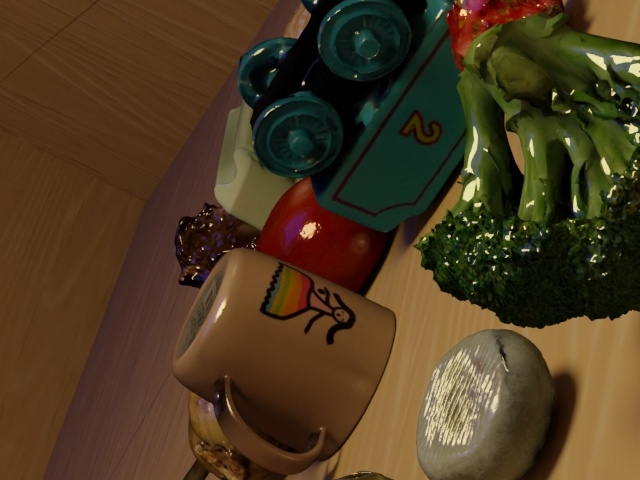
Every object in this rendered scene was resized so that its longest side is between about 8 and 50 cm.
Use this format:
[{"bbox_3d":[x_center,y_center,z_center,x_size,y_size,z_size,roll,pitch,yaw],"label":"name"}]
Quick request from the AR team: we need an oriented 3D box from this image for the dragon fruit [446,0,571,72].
[{"bbox_3d":[0.222,-0.222,1.857,0.111,0.153,0.153,24,87,45],"label":"dragon fruit"}]

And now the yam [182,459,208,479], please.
[{"bbox_3d":[-0.207,0.380,2.515,0.234,0.029,0.027,-59,24,20],"label":"yam"}]

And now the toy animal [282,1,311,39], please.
[{"bbox_3d":[0.104,-0.284,2.181,0.358,0.188,0.226,-28,-14,31],"label":"toy animal"}]

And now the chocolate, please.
[{"bbox_3d":[-0.124,0.010,2.567,0.206,0.177,0.224,125,163,-52],"label":"chocolate"}]

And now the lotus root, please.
[{"bbox_3d":[-0.090,0.175,2.172,0.284,0.146,0.160,-75,11,-45],"label":"lotus root"}]

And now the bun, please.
[{"bbox_3d":[0.142,0.143,1.434,0.141,0.083,0.140,-49,27,35],"label":"bun"}]

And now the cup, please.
[{"bbox_3d":[-0.054,0.142,1.968,0.191,0.200,0.252,-52,17,43],"label":"cup"}]

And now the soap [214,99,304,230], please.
[{"bbox_3d":[-0.053,-0.112,2.494,0.095,0.173,0.289,-58,13,24],"label":"soap"}]

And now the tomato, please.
[{"bbox_3d":[0.000,0.000,2.198,0.195,0.136,0.195,-58,13,21],"label":"tomato"}]

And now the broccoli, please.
[{"bbox_3d":[0.200,-0.049,1.227,0.261,0.241,0.269,-27,-19,-24],"label":"broccoli"}]

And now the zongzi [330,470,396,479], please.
[{"bbox_3d":[-0.021,0.242,1.603,0.205,0.204,0.094,-46,13,52],"label":"zongzi"}]

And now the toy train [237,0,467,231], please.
[{"bbox_3d":[0.060,-0.175,2.008,0.300,0.265,0.188,-57,27,25],"label":"toy train"}]
